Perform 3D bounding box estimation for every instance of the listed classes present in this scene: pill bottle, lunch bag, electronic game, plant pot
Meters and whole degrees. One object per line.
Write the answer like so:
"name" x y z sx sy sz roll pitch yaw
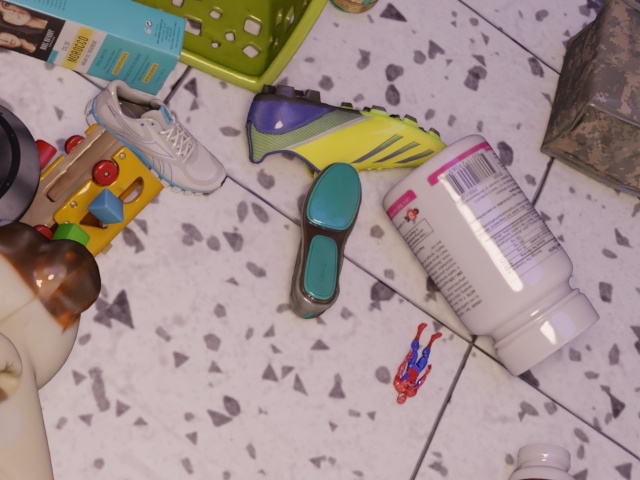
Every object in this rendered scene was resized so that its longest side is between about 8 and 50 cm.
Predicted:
"pill bottle" 0.219 0.020 1.643 0.160 0.160 0.283 -29 82 -34
"lunch bag" 0.494 -0.186 1.882 0.287 0.169 0.235 25 57 -9
"electronic game" -0.422 -0.077 1.408 0.229 0.048 0.229 5 54 -7
"pill bottle" 0.268 0.329 1.561 0.086 0.086 0.152 19 58 -17
"plant pot" -0.112 -0.360 1.631 0.227 0.228 0.207 22 51 -16

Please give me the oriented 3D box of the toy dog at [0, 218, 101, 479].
"toy dog" -0.342 0.163 1.221 0.395 0.284 0.408 26 55 -32

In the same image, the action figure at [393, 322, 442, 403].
"action figure" 0.118 0.156 1.607 0.038 0.030 0.115 35 57 -13

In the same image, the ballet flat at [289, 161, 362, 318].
"ballet flat" 0.000 0.000 1.598 0.072 0.068 0.213 19 59 -11

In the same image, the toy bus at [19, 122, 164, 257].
"toy bus" -0.272 -0.030 1.448 0.104 0.202 0.191 49 38 -39

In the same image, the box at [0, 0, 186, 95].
"box" -0.294 -0.257 1.556 0.244 0.100 0.060 16 61 -19

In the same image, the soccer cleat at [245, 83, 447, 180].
"soccer cleat" 0.033 -0.122 1.681 0.289 0.093 0.121 10 92 -27

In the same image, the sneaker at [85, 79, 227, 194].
"sneaker" -0.191 -0.126 1.556 0.190 0.083 0.071 32 54 -11

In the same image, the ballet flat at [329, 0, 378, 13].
"ballet flat" 0.010 -0.488 1.817 0.123 0.123 0.349 -14 73 -31
